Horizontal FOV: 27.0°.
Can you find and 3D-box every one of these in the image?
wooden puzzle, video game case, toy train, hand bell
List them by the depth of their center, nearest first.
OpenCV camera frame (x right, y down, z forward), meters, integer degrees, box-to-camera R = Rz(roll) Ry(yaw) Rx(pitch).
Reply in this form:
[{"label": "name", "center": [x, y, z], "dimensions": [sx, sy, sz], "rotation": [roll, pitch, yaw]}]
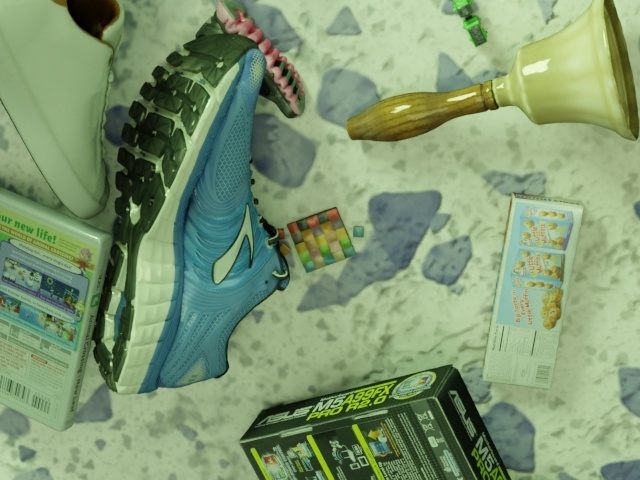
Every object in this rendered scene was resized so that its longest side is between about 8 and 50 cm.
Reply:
[{"label": "toy train", "center": [0.119, -0.202, 1.130], "dimensions": [0.017, 0.024, 0.083], "rotation": [-26, 105, 12]}, {"label": "hand bell", "center": [0.137, -0.122, 1.130], "dimensions": [0.242, 0.126, 0.126], "rotation": [-11, 107, 21]}, {"label": "video game case", "center": [-0.296, 0.047, 1.204], "dimensions": [0.212, 0.023, 0.193], "rotation": [22, 110, 19]}, {"label": "wooden puzzle", "center": [0.000, 0.000, 1.213], "dimensions": [0.083, 0.006, 0.049], "rotation": [-20, 105, 10]}]

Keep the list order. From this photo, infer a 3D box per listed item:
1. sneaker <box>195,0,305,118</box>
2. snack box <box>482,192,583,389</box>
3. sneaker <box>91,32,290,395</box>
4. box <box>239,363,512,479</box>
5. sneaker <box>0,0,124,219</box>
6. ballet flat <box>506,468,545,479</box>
[{"label": "sneaker", "center": [-0.062, -0.149, 1.153], "dimensions": [0.057, 0.047, 0.119], "rotation": [-37, 95, 21]}, {"label": "snack box", "center": [0.191, 0.047, 1.207], "dimensions": [0.064, 0.022, 0.178], "rotation": [8, 109, 2]}, {"label": "sneaker", "center": [-0.098, -0.020, 1.159], "dimensions": [0.147, 0.130, 0.330], "rotation": [4, 114, -30]}, {"label": "box", "center": [0.078, 0.261, 1.228], "dimensions": [0.216, 0.060, 0.270], "rotation": [-18, 106, 32]}, {"label": "sneaker", "center": [-0.199, -0.126, 1.089], "dimensions": [0.123, 0.106, 0.290], "rotation": [-29, 147, -10]}, {"label": "ballet flat", "center": [0.187, 0.245, 1.264], "dimensions": [0.168, 0.057, 0.052], "rotation": [25, 78, -8]}]
